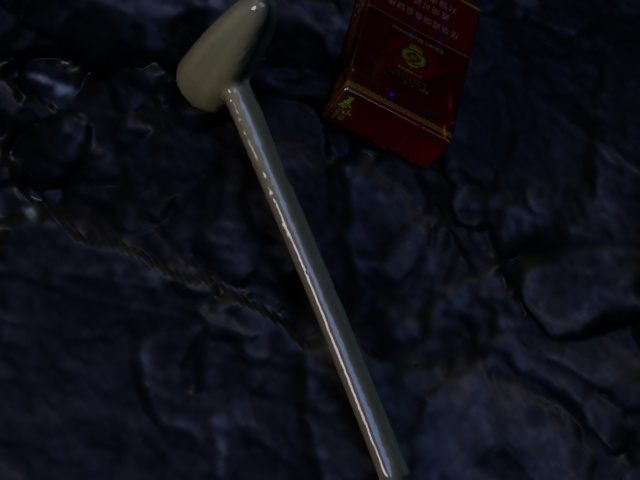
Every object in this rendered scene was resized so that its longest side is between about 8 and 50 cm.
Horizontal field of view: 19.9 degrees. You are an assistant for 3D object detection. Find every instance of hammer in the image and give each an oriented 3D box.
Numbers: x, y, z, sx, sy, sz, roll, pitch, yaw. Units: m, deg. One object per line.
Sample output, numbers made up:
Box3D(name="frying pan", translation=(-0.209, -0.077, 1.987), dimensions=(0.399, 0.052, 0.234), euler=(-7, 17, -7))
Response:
Box3D(name="hammer", translation=(0.000, 0.000, 0.687), dimensions=(0.028, 0.060, 0.195), euler=(-14, 74, -35))

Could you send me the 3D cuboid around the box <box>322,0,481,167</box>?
Box3D(name="box", translation=(0.036, -0.076, 0.769), dimensions=(0.051, 0.023, 0.082), euler=(25, 52, -14))
